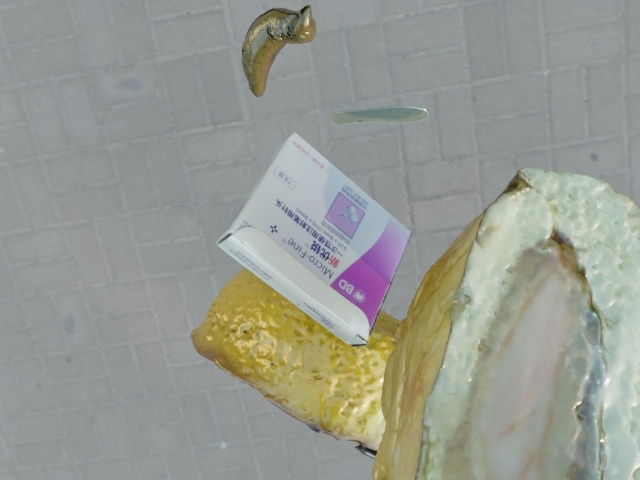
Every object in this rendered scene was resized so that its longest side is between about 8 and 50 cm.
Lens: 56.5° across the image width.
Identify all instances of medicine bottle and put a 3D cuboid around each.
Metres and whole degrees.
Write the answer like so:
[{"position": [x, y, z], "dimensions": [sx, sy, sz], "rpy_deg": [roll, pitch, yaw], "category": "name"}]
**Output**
[{"position": [0.000, 0.000, 0.689], "dimensions": [0.201, 0.171, 0.052], "rpy_deg": [40, 144, -16], "category": "medicine bottle"}]

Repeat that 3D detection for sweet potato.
[{"position": [-0.104, -0.448, 1.338], "dimensions": [0.310, 0.098, 0.124], "rpy_deg": [-30, 83, 50], "category": "sweet potato"}]

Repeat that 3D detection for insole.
[{"position": [0.138, -0.289, 1.380], "dimensions": [0.232, 0.080, 0.003], "rpy_deg": [-2, 71, -1], "category": "insole"}]

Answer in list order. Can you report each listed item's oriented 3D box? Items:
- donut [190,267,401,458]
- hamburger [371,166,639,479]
[{"position": [0.045, 0.179, 0.934], "dimensions": [0.378, 0.435, 0.163], "rpy_deg": [25, 88, 31], "category": "donut"}, {"position": [0.131, 0.127, 0.438], "dimensions": [0.162, 0.209, 0.329], "rpy_deg": [9, 84, 0], "category": "hamburger"}]
